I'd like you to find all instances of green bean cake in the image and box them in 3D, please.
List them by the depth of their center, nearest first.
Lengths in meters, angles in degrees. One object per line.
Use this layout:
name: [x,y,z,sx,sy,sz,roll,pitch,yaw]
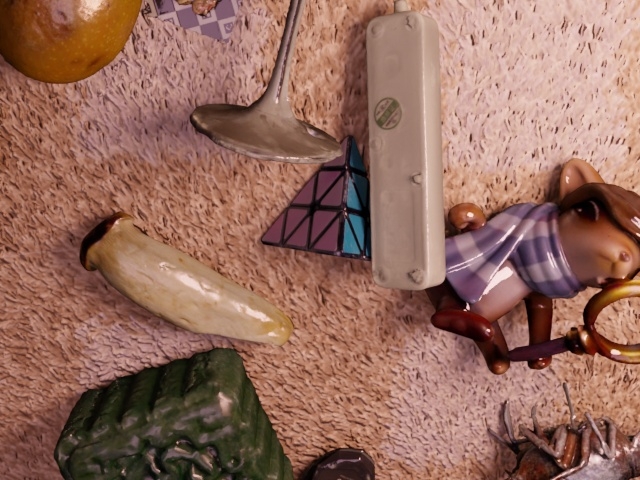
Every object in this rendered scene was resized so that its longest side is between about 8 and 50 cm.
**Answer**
green bean cake: [-0.218,0.356,1.168,0.300,0.169,0.308,-21,109,6]

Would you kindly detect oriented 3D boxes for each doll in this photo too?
doll: [0.304,0.046,1.046,0.339,0.209,0.318,-25,92,14]

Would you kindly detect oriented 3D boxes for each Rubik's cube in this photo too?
Rubik's cube: [0.000,0.000,1.047,0.190,0.178,0.211,-23,106,10]

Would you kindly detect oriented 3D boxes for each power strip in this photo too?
power strip: [0.115,-0.128,1.007,0.091,0.062,0.385,1,94,37]

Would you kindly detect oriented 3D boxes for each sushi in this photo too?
sushi: [-0.167,-0.341,1.004,0.126,0.026,0.120,19,108,-7]

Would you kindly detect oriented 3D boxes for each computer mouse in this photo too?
computer mouse: [0.021,0.408,1.244,0.105,0.062,0.192,27,112,-10]

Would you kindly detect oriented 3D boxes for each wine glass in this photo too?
wine glass: [-0.024,-0.315,0.909,0.267,0.267,0.406,15,113,-6]

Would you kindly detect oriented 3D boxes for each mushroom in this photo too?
mushroom: [-0.200,0.077,1.118,0.333,0.087,0.107,33,104,-13]

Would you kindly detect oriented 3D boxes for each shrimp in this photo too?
shrimp: [0.431,0.321,1.175,0.410,0.166,0.221,-10,136,8]

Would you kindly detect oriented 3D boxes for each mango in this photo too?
mango: [-0.313,-0.360,0.928,0.176,0.175,0.330,-10,117,-45]
